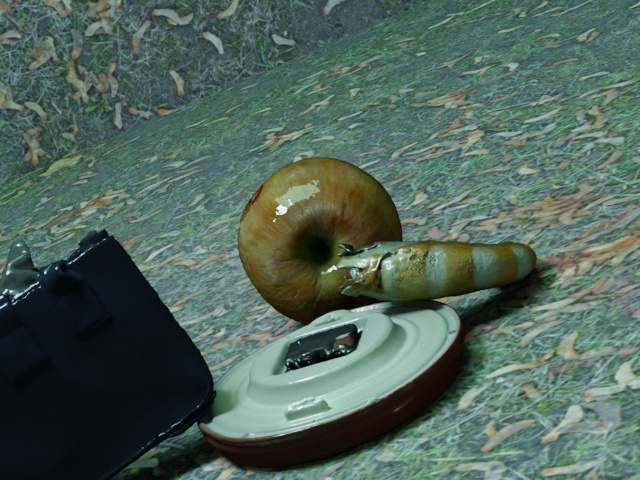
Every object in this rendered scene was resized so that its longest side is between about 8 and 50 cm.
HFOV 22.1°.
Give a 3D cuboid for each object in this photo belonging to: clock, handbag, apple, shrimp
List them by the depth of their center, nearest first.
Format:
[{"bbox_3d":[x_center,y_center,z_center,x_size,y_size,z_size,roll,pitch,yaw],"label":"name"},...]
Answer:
[{"bbox_3d":[-0.311,0.151,1.807,0.325,0.269,0.118,-35,11,-4],"label":"handbag"},{"bbox_3d":[0.009,0.144,1.820,0.318,0.080,0.318,-21,17,7],"label":"clock"},{"bbox_3d":[0.165,0.021,1.942,0.185,0.068,0.287,4,11,34],"label":"shrimp"},{"bbox_3d":[0.000,0.000,2.065,0.211,0.211,0.188,-23,14,-1],"label":"apple"}]
